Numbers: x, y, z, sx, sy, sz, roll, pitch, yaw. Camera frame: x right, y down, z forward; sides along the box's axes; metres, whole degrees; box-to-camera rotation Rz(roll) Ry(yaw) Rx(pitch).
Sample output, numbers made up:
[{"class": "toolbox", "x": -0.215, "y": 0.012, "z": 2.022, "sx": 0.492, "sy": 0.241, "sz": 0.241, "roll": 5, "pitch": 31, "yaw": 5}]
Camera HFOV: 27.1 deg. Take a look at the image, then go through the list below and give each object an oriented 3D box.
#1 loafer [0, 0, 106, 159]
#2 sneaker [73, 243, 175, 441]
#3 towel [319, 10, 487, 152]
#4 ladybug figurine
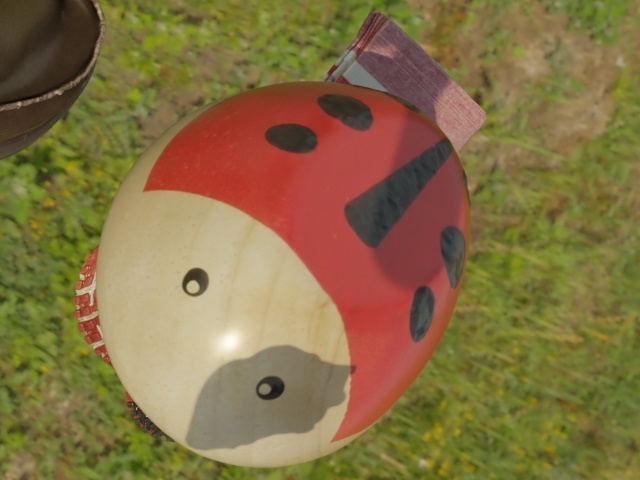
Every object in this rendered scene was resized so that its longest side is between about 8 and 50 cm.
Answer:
[{"class": "loafer", "x": -0.247, "y": -0.118, "z": 0.840, "sx": 0.130, "sy": 0.134, "sz": 0.366, "roll": -37, "pitch": -179, "yaw": 35}, {"class": "sneaker", "x": -0.172, "y": 0.090, "z": 1.310, "sx": 0.093, "sy": 0.088, "sz": 0.225, "roll": -67, "pitch": 147, "yaw": -50}, {"class": "towel", "x": 0.023, "y": -0.073, "z": 1.484, "sx": 0.329, "sy": 0.037, "sz": 0.237, "roll": -49, "pitch": 138, "yaw": 4}, {"class": "ladybug figurine", "x": 0.000, "y": 0.000, "z": 1.115, "sx": 0.305, "sy": 0.162, "sz": 0.449, "roll": 51, "pitch": 39, "yaw": -8}]
